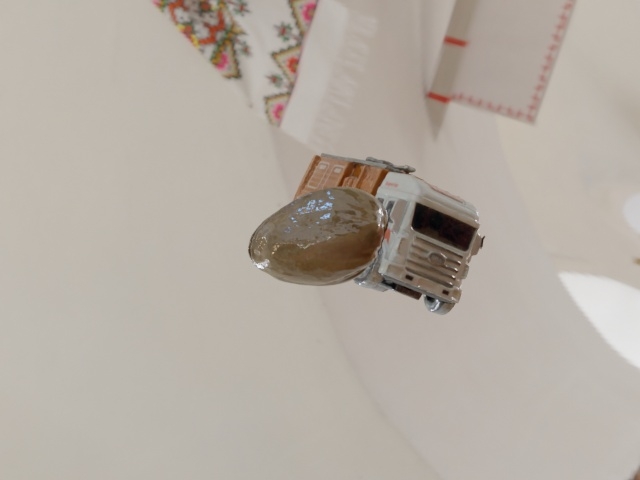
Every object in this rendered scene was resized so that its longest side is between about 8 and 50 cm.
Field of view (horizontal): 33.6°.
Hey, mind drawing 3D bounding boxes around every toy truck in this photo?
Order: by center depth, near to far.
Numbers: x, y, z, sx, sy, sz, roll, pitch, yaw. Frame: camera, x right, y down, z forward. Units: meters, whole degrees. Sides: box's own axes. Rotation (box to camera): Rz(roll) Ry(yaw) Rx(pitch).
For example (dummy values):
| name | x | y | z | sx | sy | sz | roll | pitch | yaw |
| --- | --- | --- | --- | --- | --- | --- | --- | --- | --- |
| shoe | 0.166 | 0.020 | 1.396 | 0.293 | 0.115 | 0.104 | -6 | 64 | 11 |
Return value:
| name | x | y | z | sx | sy | sz | roll | pitch | yaw |
| --- | --- | --- | --- | --- | --- | --- | --- | --- | --- |
| toy truck | 0.094 | -0.026 | 1.711 | 0.173 | 0.387 | 0.206 | 21 | -91 | -29 |

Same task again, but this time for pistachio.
| name | x | y | z | sx | sy | sz | roll | pitch | yaw |
| --- | --- | --- | --- | --- | --- | --- | --- | --- | --- |
| pistachio | 0.000 | 0.000 | 1.359 | 0.108 | 0.186 | 0.126 | -125 | 17 | -75 |
